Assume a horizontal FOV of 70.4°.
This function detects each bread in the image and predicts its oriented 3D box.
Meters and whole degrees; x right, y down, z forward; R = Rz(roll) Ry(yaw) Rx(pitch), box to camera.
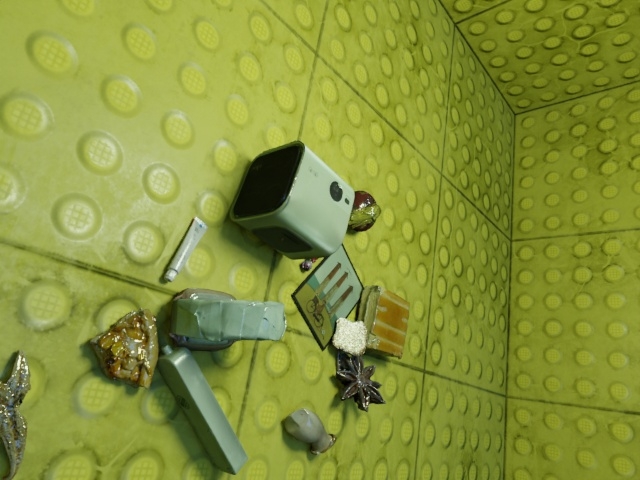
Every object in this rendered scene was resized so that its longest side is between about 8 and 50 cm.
[{"bbox_3d":[0.100,0.338,1.595,0.126,0.044,0.129,19,63,-12],"label":"bread"},{"bbox_3d":[0.235,0.314,1.730,0.246,0.111,0.239,33,61,-43],"label":"bread"}]

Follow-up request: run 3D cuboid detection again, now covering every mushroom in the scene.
[{"bbox_3d":[-0.032,0.592,1.410,0.097,0.088,0.213,-51,128,-28],"label":"mushroom"}]

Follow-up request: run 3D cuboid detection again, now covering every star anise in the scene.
[{"bbox_3d":[0.123,0.484,1.595,0.262,0.081,0.230,51,43,9],"label":"star anise"}]

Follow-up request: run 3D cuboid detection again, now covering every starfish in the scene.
[{"bbox_3d":[-0.609,0.322,0.827,0.138,0.050,0.248,7,76,-46],"label":"starfish"}]

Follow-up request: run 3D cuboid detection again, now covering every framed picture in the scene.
[{"bbox_3d":[0.041,0.188,1.608,0.324,0.013,0.244,-47,119,-41],"label":"framed picture"}]

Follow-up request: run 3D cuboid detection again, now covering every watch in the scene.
[{"bbox_3d":[-0.221,0.205,1.137,0.253,0.241,0.162,14,76,-47],"label":"watch"}]

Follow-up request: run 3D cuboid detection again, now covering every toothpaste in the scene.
[{"bbox_3d":[-0.351,0.024,1.178,0.048,0.031,0.190,45,50,-31],"label":"toothpaste"}]

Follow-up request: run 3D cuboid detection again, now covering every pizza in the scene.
[{"bbox_3d":[-0.438,0.239,1.023,0.161,0.062,0.182,22,69,-43],"label":"pizza"}]

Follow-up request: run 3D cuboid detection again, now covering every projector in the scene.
[{"bbox_3d":[-0.079,-0.109,1.335,0.249,0.248,0.249,36,59,-39],"label":"projector"}]

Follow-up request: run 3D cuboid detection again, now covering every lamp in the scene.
[{"bbox_3d":[0.159,-0.109,1.690,0.156,0.134,0.157,21,67,-46],"label":"lamp"}]

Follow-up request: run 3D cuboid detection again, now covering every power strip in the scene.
[{"bbox_3d":[-0.298,0.418,1.133,0.062,0.091,0.385,-39,113,-46],"label":"power strip"}]

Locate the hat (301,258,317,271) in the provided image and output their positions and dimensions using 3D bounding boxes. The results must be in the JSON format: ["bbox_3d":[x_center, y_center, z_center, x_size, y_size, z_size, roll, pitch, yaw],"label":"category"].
[{"bbox_3d":[0.004,0.001,1.520,0.128,0.140,0.228,32,74,-30],"label":"hat"}]
